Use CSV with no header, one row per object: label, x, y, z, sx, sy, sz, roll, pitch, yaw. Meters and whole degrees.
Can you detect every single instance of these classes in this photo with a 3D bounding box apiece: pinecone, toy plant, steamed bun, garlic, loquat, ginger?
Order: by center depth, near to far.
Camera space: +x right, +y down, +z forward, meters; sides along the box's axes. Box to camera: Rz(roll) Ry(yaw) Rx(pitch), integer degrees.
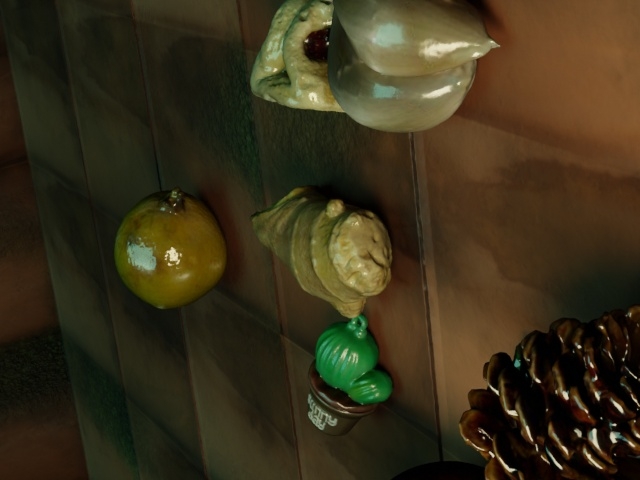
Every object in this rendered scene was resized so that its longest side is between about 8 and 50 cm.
pinecone,0.278,0.179,1.389,0.272,0.224,0.224,-33,74,44
garlic,0.080,-0.259,1.654,0.325,0.132,0.279,-124,24,-43
steamed bun,-0.003,-0.257,1.839,0.172,0.141,0.155,27,115,55
ginger,0.000,0.000,1.991,0.354,0.126,0.190,39,149,56
toy plant,0.044,0.201,2.044,0.143,0.105,0.200,44,131,31
loquat,-0.268,0.001,2.466,0.213,0.213,0.246,53,148,38

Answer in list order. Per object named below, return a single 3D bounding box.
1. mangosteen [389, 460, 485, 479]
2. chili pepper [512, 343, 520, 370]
mangosteen,0.157,0.432,1.717,0.300,0.300,0.300,43,142,48
chili pepper,0.285,0.247,1.584,0.122,0.065,0.279,78,170,-45
